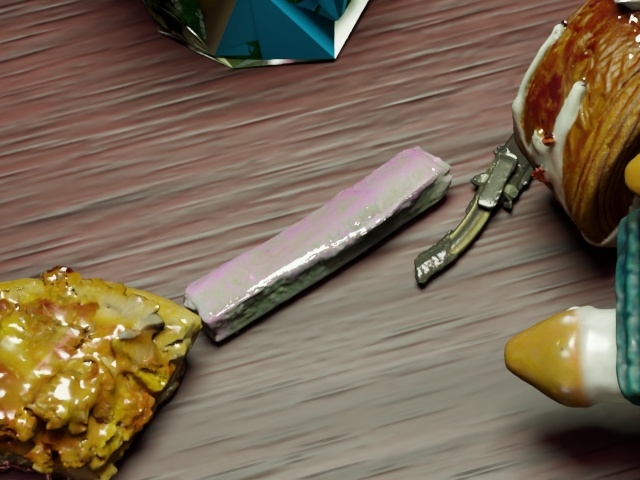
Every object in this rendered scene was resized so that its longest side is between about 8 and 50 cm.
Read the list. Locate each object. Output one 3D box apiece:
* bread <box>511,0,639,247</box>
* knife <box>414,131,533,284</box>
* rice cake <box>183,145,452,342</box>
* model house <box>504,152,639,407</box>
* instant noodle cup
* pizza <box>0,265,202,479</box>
[{"bbox_3d":[0.231,-0.092,1.052,0.212,0.224,0.142,-42,62,7],"label":"bread"},{"bbox_3d":[0.134,-0.053,1.147,0.045,0.021,0.222,41,70,19],"label":"knife"},{"bbox_3d":[0.000,0.000,1.120,0.206,0.036,0.047,-32,59,-11],"label":"rice cake"},{"bbox_3d":[0.256,0.023,0.973,0.300,0.271,0.190,-5,70,15],"label":"model house"},{"bbox_3d":[-0.056,-0.253,1.181,0.240,0.178,0.240,-2,61,3],"label":"instant noodle cup"},{"bbox_3d":[-0.221,0.101,1.054,0.305,0.085,0.161,-17,62,-3],"label":"pizza"}]
